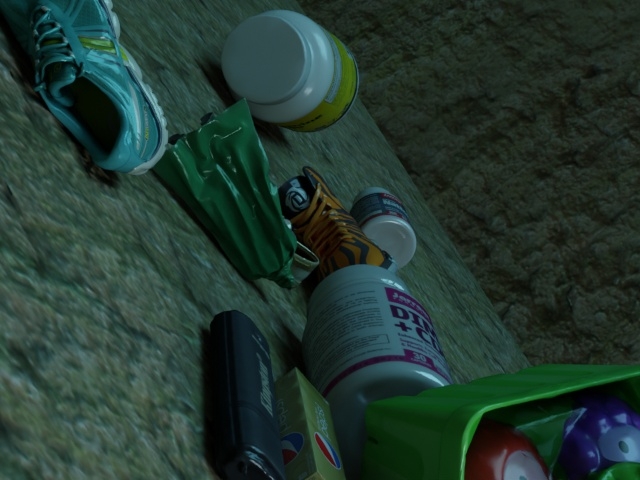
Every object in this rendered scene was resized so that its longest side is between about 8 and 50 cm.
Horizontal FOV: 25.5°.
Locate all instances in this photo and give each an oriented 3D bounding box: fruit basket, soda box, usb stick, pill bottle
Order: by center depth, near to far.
[{"bbox_3d":[-0.069,0.149,1.321,0.077,0.045,0.278,45,12,-21],"label":"usb stick"},{"bbox_3d":[-0.020,0.199,1.339,0.058,0.061,0.181,49,11,-25],"label":"soda box"},{"bbox_3d":[0.261,0.276,1.359,0.392,0.392,0.283,-63,157,-79],"label":"fruit basket"},{"bbox_3d":[0.062,0.146,1.608,0.160,0.160,0.283,50,11,-23],"label":"pill bottle"},{"bbox_3d":[-0.055,-0.286,2.396,0.188,0.188,0.334,56,11,8],"label":"pill bottle"},{"bbox_3d":[0.105,-0.026,2.519,0.108,0.108,0.180,51,11,-23],"label":"pill bottle"}]

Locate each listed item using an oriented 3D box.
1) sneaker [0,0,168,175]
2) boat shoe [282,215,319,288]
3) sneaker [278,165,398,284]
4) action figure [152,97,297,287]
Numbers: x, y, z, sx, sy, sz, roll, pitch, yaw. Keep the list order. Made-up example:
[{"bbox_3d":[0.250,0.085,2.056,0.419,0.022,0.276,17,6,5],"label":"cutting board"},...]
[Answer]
[{"bbox_3d":[-0.252,-0.188,1.439,0.275,0.107,0.110,55,20,3],"label":"sneaker"},{"bbox_3d":[-0.062,-0.007,1.823,0.170,0.059,0.063,46,14,-42],"label":"boat shoe"},{"bbox_3d":[0.000,0.000,1.981,0.180,0.124,0.321,49,0,-12],"label":"sneaker"},{"bbox_3d":[-0.094,-0.037,1.677,0.232,0.137,0.063,60,-5,-19],"label":"action figure"}]
